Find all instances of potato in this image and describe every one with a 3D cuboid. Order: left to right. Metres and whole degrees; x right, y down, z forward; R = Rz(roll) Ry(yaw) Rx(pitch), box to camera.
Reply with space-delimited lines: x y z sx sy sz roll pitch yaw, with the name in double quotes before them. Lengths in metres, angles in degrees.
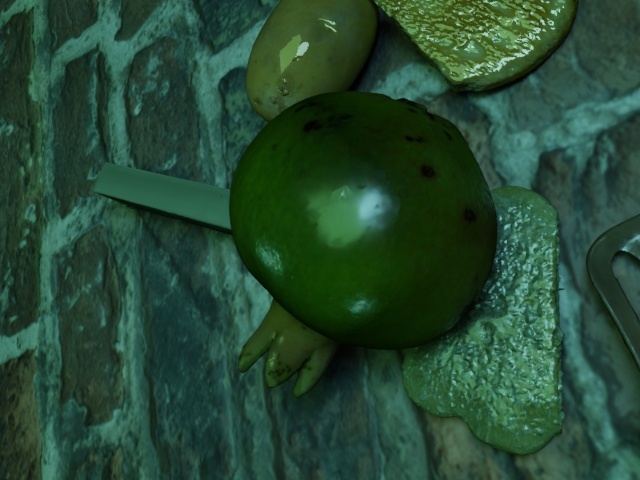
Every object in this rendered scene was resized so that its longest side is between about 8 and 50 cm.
"potato" -0.012 -0.263 0.810 0.150 0.146 0.234 30 95 4

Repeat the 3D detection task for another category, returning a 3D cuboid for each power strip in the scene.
"power strip" -0.193 -0.056 0.895 0.385 0.091 0.063 14 83 34

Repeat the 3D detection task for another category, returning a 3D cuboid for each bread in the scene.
"bread" 0.162 0.082 0.655 0.207 0.056 0.287 -8 72 30

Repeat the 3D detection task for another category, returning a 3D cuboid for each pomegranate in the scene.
"pomegranate" 0.000 0.000 0.643 0.359 0.216 0.310 -59 39 10

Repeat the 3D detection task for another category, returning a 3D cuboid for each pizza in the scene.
"pizza" 0.168 -0.280 0.725 0.262 0.034 0.181 27 94 20

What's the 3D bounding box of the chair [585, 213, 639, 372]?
"chair" 0.334 0.095 0.462 0.175 0.183 0.327 -26 66 24
